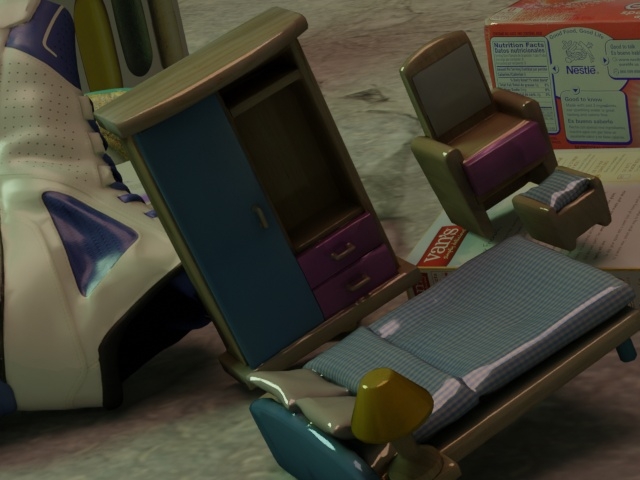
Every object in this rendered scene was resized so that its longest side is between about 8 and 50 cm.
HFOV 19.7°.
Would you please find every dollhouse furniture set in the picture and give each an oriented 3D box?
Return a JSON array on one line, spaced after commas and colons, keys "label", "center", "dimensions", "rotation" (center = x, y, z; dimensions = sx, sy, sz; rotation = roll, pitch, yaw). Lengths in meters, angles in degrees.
[{"label": "dollhouse furniture set", "center": [0.059, -0.020, 1.058], "dimensions": [0.286, 0.198, 0.303], "rotation": [-33, 26, -16]}]

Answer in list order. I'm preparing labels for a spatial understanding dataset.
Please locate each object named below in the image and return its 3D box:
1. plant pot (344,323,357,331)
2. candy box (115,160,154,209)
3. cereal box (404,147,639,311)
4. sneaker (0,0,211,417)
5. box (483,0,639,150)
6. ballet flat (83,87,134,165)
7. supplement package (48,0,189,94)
[{"label": "plant pot", "center": [-0.011, 0.019, 1.274], "dimensions": [0.081, 0.081, 0.083], "rotation": [-7, 7, 14]}, {"label": "candy box", "center": [-0.185, 0.008, 1.414], "dimensions": [0.165, 0.070, 0.196], "rotation": [-16, 20, -13]}, {"label": "cereal box", "center": [0.195, -0.007, 1.244], "dimensions": [0.240, 0.047, 0.173], "rotation": [0, 30, 30]}, {"label": "sneaker", "center": [-0.158, -0.007, 1.255], "dimensions": [0.182, 0.127, 0.315], "rotation": [3, 59, -4]}, {"label": "box", "center": [0.288, -0.112, 1.352], "dimensions": [0.300, 0.154, 0.142], "rotation": [3, 24, 36]}, {"label": "ballet flat", "center": [-0.263, -0.047, 1.586], "dimensions": [0.348, 0.123, 0.123], "rotation": [-7, 19, 11]}, {"label": "supplement package", "center": [-0.278, -0.231, 1.859], "dimensions": [0.198, 0.262, 0.199], "rotation": [2, 23, 34]}]
